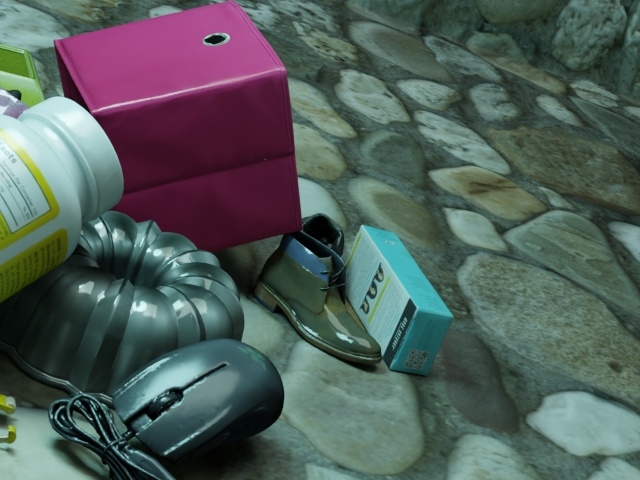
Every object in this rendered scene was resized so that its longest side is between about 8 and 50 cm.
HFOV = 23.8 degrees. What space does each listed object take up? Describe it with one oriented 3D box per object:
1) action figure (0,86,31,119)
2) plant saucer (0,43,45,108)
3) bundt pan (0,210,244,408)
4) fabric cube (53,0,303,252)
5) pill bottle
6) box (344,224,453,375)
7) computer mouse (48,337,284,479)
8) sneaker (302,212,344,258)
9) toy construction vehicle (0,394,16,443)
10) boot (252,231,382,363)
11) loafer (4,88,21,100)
[{"bbox_3d":[-0.503,-0.063,1.830,0.248,0.275,0.370,27,41,24],"label":"action figure"},{"bbox_3d":[-0.533,-0.279,2.440,0.188,0.045,0.188,12,24,-23],"label":"plant saucer"},{"bbox_3d":[-0.235,0.066,1.810,0.331,0.124,0.331,20,22,-8],"label":"bundt pan"},{"bbox_3d":[-0.193,-0.145,2.048,0.258,0.259,0.254,-14,34,-13],"label":"fabric cube"},{"bbox_3d":[-0.380,-0.018,1.617,0.188,0.188,0.334,34,52,28],"label":"pill bottle"},{"bbox_3d":[0.102,0.080,2.129,0.060,0.100,0.244,13,24,-25],"label":"box"},{"bbox_3d":[-0.134,0.175,1.622,0.188,0.072,0.272,40,40,22],"label":"computer mouse"},{"bbox_3d":[0.000,0.000,2.197,0.078,0.106,0.234,5,24,-4],"label":"sneaker"},{"bbox_3d":[-0.362,0.176,1.558,0.098,0.035,0.086,17,11,-20],"label":"toy construction vehicle"},{"bbox_3d":[0.007,0.075,2.041,0.219,0.106,0.082,33,24,26],"label":"boot"},{"bbox_3d":[-0.492,-0.169,2.196,0.078,0.080,0.220,11,17,-2],"label":"loafer"}]
